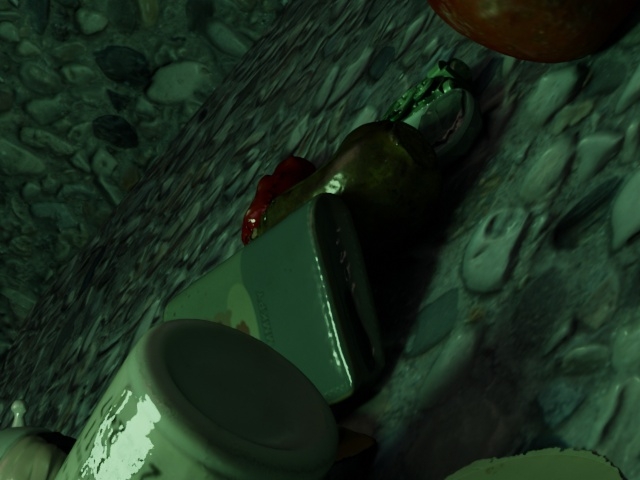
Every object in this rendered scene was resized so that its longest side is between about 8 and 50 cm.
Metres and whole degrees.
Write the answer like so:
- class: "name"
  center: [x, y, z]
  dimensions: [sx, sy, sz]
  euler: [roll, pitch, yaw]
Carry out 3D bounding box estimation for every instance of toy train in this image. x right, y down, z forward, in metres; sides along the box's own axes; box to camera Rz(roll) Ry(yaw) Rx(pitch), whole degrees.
- class: "toy train"
  center: [0.142, -0.182, 1.661]
  dimensions: [0.178, 0.071, 0.105]
  euler: [-38, 13, 49]

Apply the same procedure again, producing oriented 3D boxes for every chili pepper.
- class: "chili pepper"
  center: [-0.061, -0.055, 1.928]
  dimensions: [0.110, 0.110, 0.387]
  euler: [-48, 13, 25]

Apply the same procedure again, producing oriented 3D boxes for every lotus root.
- class: "lotus root"
  center: [0.039, -0.037, 1.500]
  dimensions: [0.160, 0.152, 0.275]
  euler: [-15, -22, -46]

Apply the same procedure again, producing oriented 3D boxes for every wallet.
- class: "wallet"
  center: [-0.068, 0.124, 1.468]
  dimensions: [0.360, 0.083, 0.252]
  euler: [-35, 63, 45]

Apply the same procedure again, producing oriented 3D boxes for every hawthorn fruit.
- class: "hawthorn fruit"
  center: [0.234, -0.335, 1.340]
  dimensions: [0.284, 0.284, 0.284]
  euler: [-49, 18, 22]

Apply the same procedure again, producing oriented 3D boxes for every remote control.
- class: "remote control"
  center: [0.116, -0.112, 1.583]
  dimensions: [0.247, 0.052, 0.104]
  euler: [-33, 37, 40]

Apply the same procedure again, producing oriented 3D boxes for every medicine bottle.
- class: "medicine bottle"
  center: [-0.157, 0.274, 1.131]
  dimensions: [0.371, 0.211, 0.211]
  euler: [-58, 15, 21]

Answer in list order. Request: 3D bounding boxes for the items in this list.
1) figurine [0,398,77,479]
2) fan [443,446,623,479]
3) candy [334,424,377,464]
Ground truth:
- class: "figurine"
  center: [-0.541, 0.469, 2.032]
  dimensions: [0.361, 0.211, 0.253]
  euler: [-51, 1, 9]
- class: "fan"
  center: [0.059, 0.268, 0.836]
  dimensions: [0.414, 0.012, 0.233]
  euler: [-38, 18, -30]
- class: "candy"
  center: [-0.064, 0.226, 1.313]
  dimensions: [0.143, 0.101, 0.271]
  euler: [-21, 11, -36]
